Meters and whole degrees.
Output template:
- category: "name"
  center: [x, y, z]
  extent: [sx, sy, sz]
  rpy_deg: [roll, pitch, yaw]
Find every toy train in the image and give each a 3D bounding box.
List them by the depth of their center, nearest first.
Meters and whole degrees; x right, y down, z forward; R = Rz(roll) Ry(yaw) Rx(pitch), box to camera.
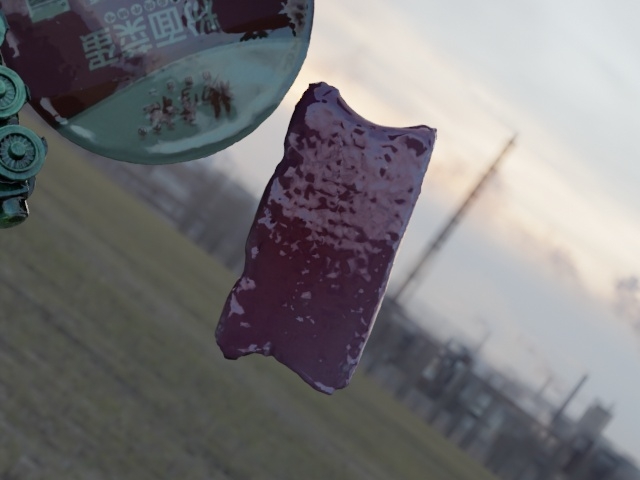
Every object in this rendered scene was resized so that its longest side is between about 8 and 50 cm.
- category: "toy train"
  center: [-0.250, -0.084, 1.160]
  extent: [0.071, 0.111, 0.171]
  rpy_deg: [128, -54, -66]

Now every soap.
- category: "soap"
  center: [0.000, 0.000, 1.542]
  extent: [0.128, 0.233, 0.359]
  rpy_deg: [20, -1, 0]

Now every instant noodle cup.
- category: "instant noodle cup"
  center: [-0.115, -0.164, 1.332]
  extent: [0.234, 0.235, 0.178]
  rpy_deg: [37, -2, 4]
